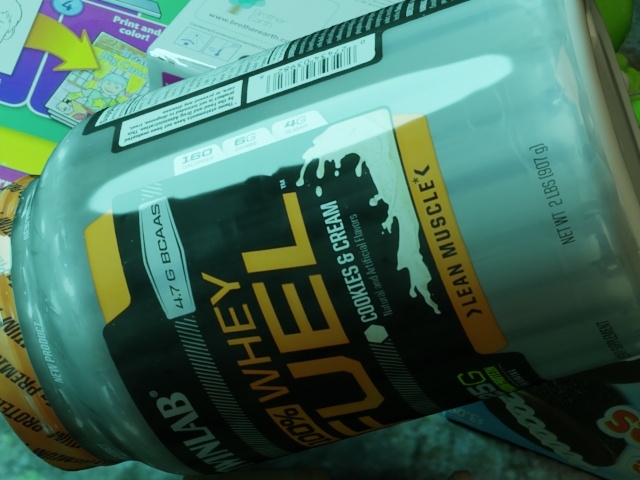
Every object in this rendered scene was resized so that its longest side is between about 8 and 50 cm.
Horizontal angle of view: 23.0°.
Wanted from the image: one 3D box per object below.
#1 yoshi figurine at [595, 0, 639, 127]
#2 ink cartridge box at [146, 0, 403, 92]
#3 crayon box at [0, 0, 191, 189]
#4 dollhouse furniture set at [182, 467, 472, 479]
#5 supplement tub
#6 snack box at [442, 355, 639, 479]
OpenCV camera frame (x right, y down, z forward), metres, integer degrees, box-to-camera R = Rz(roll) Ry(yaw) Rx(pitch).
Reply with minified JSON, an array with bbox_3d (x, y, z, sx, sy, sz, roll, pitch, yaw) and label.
[{"bbox_3d":[0.235,-0.103,1.084,0.362,0.203,0.203,26,32,10],"label":"yoshi figurine"},{"bbox_3d":[0.049,-0.159,0.980,0.186,0.065,0.311,20,51,16],"label":"ink cartridge box"},{"bbox_3d":[-0.211,-0.123,0.999,0.363,0.106,0.313,16,49,-5],"label":"crayon box"},{"bbox_3d":[-0.025,0.206,0.713,0.212,0.161,0.242,-2,56,-3],"label":"dollhouse furniture set"},{"bbox_3d":[0.000,0.000,0.763,0.316,0.193,0.193,-18,48,16],"label":"supplement tub"},{"bbox_3d":[0.250,0.088,0.908,0.322,0.187,0.060,21,48,2],"label":"snack box"}]
